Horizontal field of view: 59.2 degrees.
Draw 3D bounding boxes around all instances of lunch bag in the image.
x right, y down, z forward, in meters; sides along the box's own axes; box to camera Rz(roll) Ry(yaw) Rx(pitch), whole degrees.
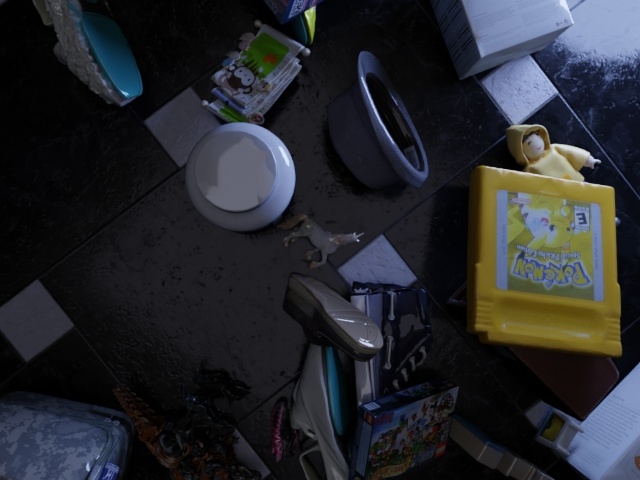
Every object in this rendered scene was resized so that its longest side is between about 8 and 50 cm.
[{"bbox_3d":[-0.507,0.412,1.009,0.305,0.256,0.212,14,89,-3],"label":"lunch bag"}]

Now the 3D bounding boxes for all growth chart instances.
[{"bbox_3d":[-0.133,-0.327,1.120,0.172,0.021,0.237,28,78,19],"label":"growth chart"}]

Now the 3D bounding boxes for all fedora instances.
[{"bbox_3d":[0.098,-0.210,1.092,0.124,0.244,0.275,-25,100,26],"label":"fedora"}]

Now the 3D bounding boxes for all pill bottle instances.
[{"bbox_3d":[-0.136,-0.103,1.002,0.182,0.323,0.181,0,89,-3],"label":"pill bottle"}]

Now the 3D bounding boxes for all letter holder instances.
[{"bbox_3d":[0.444,0.160,1.116,0.302,0.152,0.214,45,85,-1],"label":"letter holder"}]

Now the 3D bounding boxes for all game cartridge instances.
[{"bbox_3d":[0.409,0.038,1.029,0.285,0.052,0.323,7,73,-9],"label":"game cartridge"}]

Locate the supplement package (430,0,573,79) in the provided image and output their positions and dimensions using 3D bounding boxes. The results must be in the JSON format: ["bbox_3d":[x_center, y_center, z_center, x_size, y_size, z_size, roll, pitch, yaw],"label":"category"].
[{"bbox_3d":[0.348,-0.465,1.119,0.194,0.149,0.203,-20,90,-3],"label":"supplement package"}]

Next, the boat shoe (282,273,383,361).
[{"bbox_3d":[0.013,0.154,1.051,0.103,0.285,0.092,12,104,-37],"label":"boat shoe"}]

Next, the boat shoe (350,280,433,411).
[{"bbox_3d":[0.147,0.246,1.107,0.158,0.127,0.340,-4,89,4],"label":"boat shoe"}]

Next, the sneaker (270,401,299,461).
[{"bbox_3d":[-0.070,0.386,1.144,0.057,0.047,0.119,3,90,-23],"label":"sneaker"}]

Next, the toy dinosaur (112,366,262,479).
[{"bbox_3d":[-0.252,0.379,1.084,0.322,0.164,0.218,28,105,-23],"label":"toy dinosaur"}]

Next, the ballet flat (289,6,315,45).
[{"bbox_3d":[-0.051,-0.511,1.142,0.077,0.077,0.231,-29,89,-16],"label":"ballet flat"}]

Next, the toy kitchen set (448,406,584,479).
[{"bbox_3d":[0.393,0.383,1.144,0.207,0.122,0.166,33,87,-22],"label":"toy kitchen set"}]

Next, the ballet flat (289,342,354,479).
[{"bbox_3d":[0.009,0.385,1.109,0.139,0.139,0.400,-16,91,-3],"label":"ballet flat"}]

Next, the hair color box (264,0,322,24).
[{"bbox_3d":[0.016,-0.584,1.082,0.347,0.105,0.174,-38,90,-19],"label":"hair color box"}]

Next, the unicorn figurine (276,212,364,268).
[{"bbox_3d":[0.000,0.000,1.129,0.111,0.060,0.162,-40,127,23],"label":"unicorn figurine"}]

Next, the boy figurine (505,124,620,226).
[{"bbox_3d":[0.488,-0.129,1.153,0.177,0.092,0.285,-36,94,0],"label":"boy figurine"}]

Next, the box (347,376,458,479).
[{"bbox_3d":[0.161,0.363,1.067,0.233,0.044,0.159,-5,108,-39],"label":"box"}]

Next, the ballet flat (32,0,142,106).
[{"bbox_3d":[-0.478,-0.430,1.105,0.147,0.147,0.408,-22,87,-3],"label":"ballet flat"}]

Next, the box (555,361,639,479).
[{"bbox_3d":[0.690,0.395,1.115,0.345,0.168,0.215,-45,91,-2],"label":"box"}]
